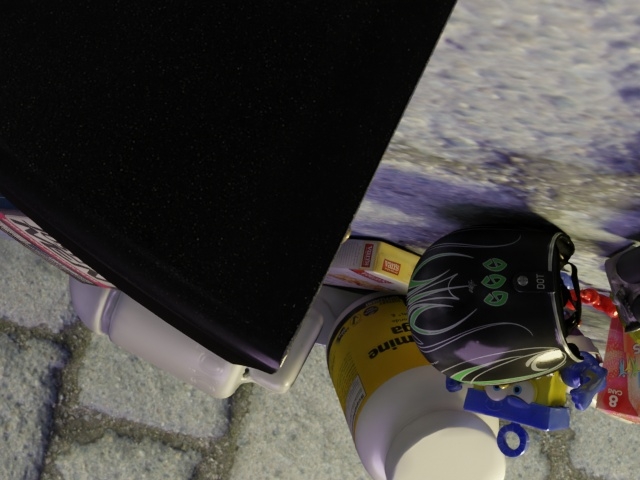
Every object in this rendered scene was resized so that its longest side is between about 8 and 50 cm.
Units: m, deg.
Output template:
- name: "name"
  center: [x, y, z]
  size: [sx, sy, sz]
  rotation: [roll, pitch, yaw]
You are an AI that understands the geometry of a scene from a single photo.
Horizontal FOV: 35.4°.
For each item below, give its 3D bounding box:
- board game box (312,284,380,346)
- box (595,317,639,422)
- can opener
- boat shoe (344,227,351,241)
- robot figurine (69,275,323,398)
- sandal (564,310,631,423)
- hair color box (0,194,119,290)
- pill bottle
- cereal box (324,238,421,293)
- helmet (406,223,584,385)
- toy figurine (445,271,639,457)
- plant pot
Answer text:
- name: "board game box"
  center: [0.068, 0.126, 1.648]
  size: [0.224, 0.098, 0.303]
  rotation: [15, -178, -7]
- name: "box"
  center: [0.497, 0.190, 1.344]
  size: [0.154, 0.142, 0.300]
  rotation: [9, 171, 35]
- name: "can opener"
  center: [0.314, 0.029, 0.875]
  size: [0.095, 0.076, 0.283]
  rotation: [-19, 171, -2]
- name: "boat shoe"
  center: [0.001, -0.002, 1.168]
  size: [0.048, 0.056, 0.153]
  rotation: [19, 164, -4]
- name: "robot figurine"
  center: [-0.173, 0.069, 1.293]
  size: [0.353, 0.200, 0.300]
  rotation: [28, 166, 4]
- name: "sandal"
  center: [0.335, 0.148, 1.452]
  size: [0.416, 0.102, 0.169]
  rotation: [32, -178, -26]
- name: "hair color box"
  center: [-0.188, -0.023, 1.003]
  size: [0.347, 0.105, 0.174]
  rotation: [4, 152, 47]
- name: "pill bottle"
  center: [0.124, 0.214, 1.328]
  size: [0.187, 0.188, 0.334]
  rotation: [16, -161, -17]
- name: "cereal box"
  center: [0.043, 0.034, 1.360]
  size: [0.240, 0.047, 0.173]
  rotation: [6, 169, 46]
- name: "helmet"
  center: [0.160, 0.062, 0.956]
  size: [0.161, 0.169, 0.169]
  rotation: [-8, 163, 26]
- name: "toy figurine"
  center: [0.273, 0.149, 1.143]
  size: [0.362, 0.217, 0.191]
  rotation: [10, 172, 35]
- name: "plant pot"
  center: [-0.064, -0.061, 0.454]
  size: [0.167, 0.187, 0.188]
  rotation: [27, 171, -8]
